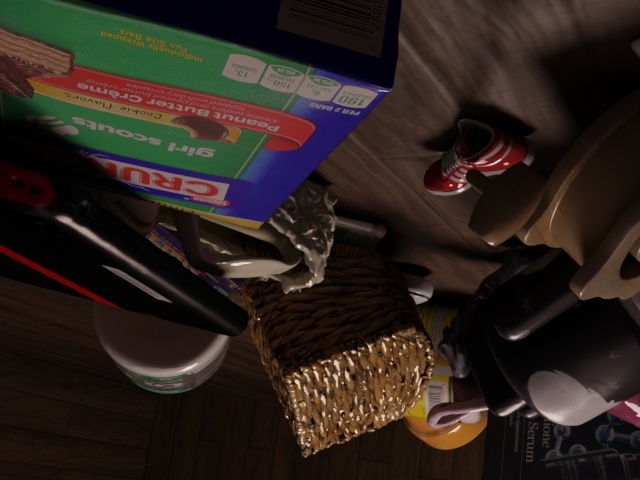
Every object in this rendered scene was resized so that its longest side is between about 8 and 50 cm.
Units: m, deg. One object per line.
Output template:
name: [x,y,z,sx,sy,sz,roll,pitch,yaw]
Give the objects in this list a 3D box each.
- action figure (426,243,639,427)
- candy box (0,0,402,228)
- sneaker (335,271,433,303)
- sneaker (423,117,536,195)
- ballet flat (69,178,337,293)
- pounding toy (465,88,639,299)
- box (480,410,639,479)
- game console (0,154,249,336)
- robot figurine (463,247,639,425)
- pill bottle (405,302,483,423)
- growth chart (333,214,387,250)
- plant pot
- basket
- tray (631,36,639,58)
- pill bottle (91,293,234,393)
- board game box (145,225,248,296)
action figure: [0.359,0.161,1.135,0.370,0.275,0.248,27,154,-13]
candy box: [-0.123,-0.125,0.604,0.268,0.122,0.317,13,165,-14]
sneaker: [0.066,0.100,1.349,0.094,0.091,0.258,20,160,-37]
sneaker: [0.125,-0.075,0.799,0.067,0.042,0.118,17,155,-41]
ballet flat: [-0.136,-0.045,0.870,0.409,0.147,0.147,20,160,-37]
pounding toy: [0.221,-0.056,0.718,0.154,0.155,0.269,-51,152,20]
box: [0.510,0.330,1.561,0.395,0.293,0.212,-5,160,37]
game console: [-0.272,-0.014,0.796,0.342,0.060,0.386,11,165,20]
robot figurine: [0.283,0.081,0.927,0.173,0.209,0.278,48,122,-3]
pill bottle: [0.106,0.192,1.476,0.334,0.188,0.188,4,164,17]
growth chart: [0.000,0.000,1.167,0.172,0.021,0.237,9,164,0]
plant pot: [0.211,0.275,1.738,0.188,0.205,0.205,38,150,-32]
basket: [0.021,0.117,1.215,0.213,0.223,0.299,-21,147,-9]
tray: [0.344,-0.090,0.661,0.145,0.030,0.270,-3,160,38]
pill bottle: [-0.242,0.135,1.422,0.204,0.204,0.361,9,164,-4]
board game box: [-0.171,0.002,1.081,0.170,0.048,0.141,40,157,-10]
